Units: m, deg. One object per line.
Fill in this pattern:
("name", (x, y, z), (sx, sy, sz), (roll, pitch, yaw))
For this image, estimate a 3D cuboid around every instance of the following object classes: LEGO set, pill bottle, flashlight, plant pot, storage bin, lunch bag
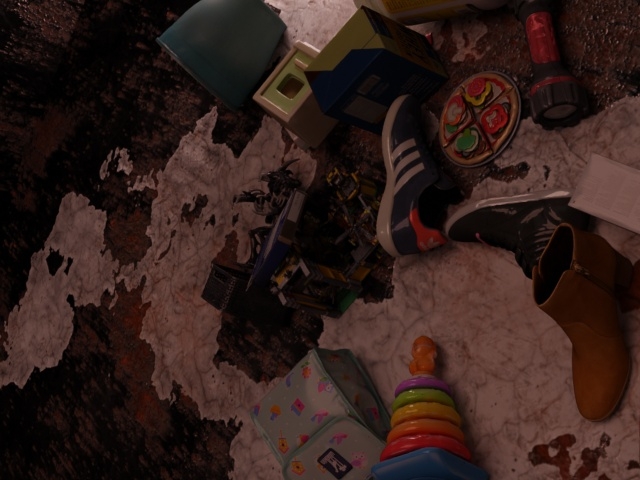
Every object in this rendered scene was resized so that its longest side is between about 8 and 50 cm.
("LEGO set", (0.000, 0.000, 2.020), (0.331, 0.192, 0.255), (-45, 48, 28))
("pill bottle", (0.226, -0.548, 1.973), (0.334, 0.188, 0.188), (2, 78, 47))
("flashlight", (0.416, -0.356, 1.763), (0.103, 0.103, 0.304), (-26, 59, 41))
("plant pot", (-0.230, -0.508, 2.419), (0.255, 0.272, 0.271), (-47, 45, 4))
("storage bin", (-0.163, 0.125, 2.157), (0.122, 0.180, 0.084), (27, 98, 53))
("lunch bag", (0.017, 0.379, 1.900), (0.223, 0.160, 0.262), (-46, 59, 22))

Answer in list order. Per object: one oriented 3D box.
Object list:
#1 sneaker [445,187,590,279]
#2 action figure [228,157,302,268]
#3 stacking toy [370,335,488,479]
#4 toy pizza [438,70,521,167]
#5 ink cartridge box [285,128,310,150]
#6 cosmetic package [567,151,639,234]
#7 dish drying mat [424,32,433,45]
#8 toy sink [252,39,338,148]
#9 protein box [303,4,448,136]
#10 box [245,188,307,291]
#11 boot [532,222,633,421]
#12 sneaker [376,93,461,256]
("sneaker", (0.344, 0.004, 1.710), (0.296, 0.104, 0.147), (-12, 63, 40))
("action figure", (-0.128, -0.069, 2.227), (0.164, 0.141, 0.275), (3, 80, 60))
("stacking toy", (0.191, 0.309, 1.757), (0.166, 0.175, 0.302), (-28, 46, 35))
("toy pizza", (0.308, -0.244, 1.893), (0.201, 0.032, 0.201), (-19, 64, 42))
("ink cartridge box", (-0.003, -0.346, 2.270), (0.225, 0.056, 0.181), (-39, 48, 8))
("cosmetic package", (0.529, -0.052, 1.529), (0.239, 0.060, 0.099), (28, 96, 34))
("dish drying mat", (0.211, -0.421, 2.080), (0.083, 0.008, 0.032), (-25, 60, 40))
("toy sink", (-0.013, -0.356, 2.158), (0.234, 0.131, 0.153), (-50, 47, 0))
("protein box", (0.116, -0.349, 2.005), (0.200, 0.201, 0.136), (-44, 51, 30))
("box", (-0.094, 0.008, 2.012), (0.225, 0.036, 0.136), (-55, 14, 49))
("boot", (0.405, 0.132, 1.521), (0.104, 0.211, 0.295), (2, 79, 48))
("sneaker", (0.208, -0.136, 1.911), (0.148, 0.131, 0.350), (-7, 69, 29))
